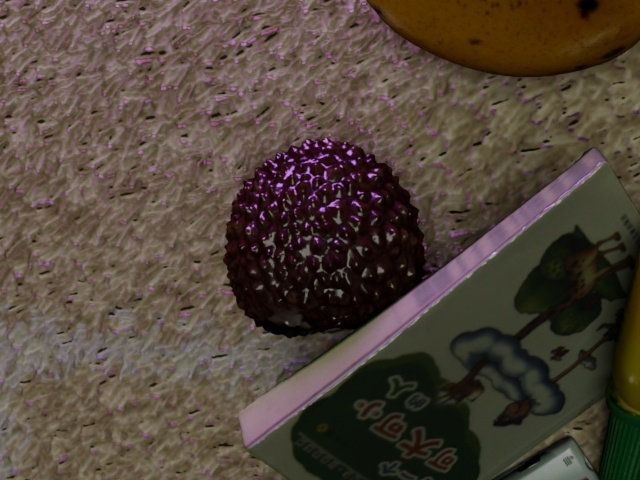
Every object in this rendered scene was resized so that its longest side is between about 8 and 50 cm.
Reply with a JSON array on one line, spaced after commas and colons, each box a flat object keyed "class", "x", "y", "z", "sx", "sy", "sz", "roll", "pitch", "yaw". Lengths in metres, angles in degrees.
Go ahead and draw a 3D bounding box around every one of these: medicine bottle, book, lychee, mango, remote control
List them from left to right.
[{"class": "lychee", "x": 0.000, "y": 0.000, "z": 0.715, "sx": 0.188, "sy": 0.188, "sz": 0.188, "roll": 1, "pitch": 97, "yaw": 7}, {"class": "book", "x": 0.145, "y": 0.118, "z": 0.708, "sx": 0.371, "sy": 0.043, "sz": 0.260, "roll": -39, "pitch": 127, "yaw": 10}, {"class": "remote control", "x": 0.196, "y": 0.265, "z": 0.794, "sx": 0.166, "sy": 0.029, "sz": 0.065, "roll": -34, "pitch": 91, "yaw": 10}, {"class": "mango", "x": 0.166, "y": -0.231, "z": 0.665, "sx": 0.290, "sy": 0.160, "sz": 0.191, "roll": 0, "pitch": 131, "yaw": 10}, {"class": "medicine bottle", "x": 0.289, "y": 0.111, "z": 0.685, "sx": 0.076, "sy": 0.111, "sz": 0.309, "roll": 31, "pitch": 137, "yaw": 36}]
